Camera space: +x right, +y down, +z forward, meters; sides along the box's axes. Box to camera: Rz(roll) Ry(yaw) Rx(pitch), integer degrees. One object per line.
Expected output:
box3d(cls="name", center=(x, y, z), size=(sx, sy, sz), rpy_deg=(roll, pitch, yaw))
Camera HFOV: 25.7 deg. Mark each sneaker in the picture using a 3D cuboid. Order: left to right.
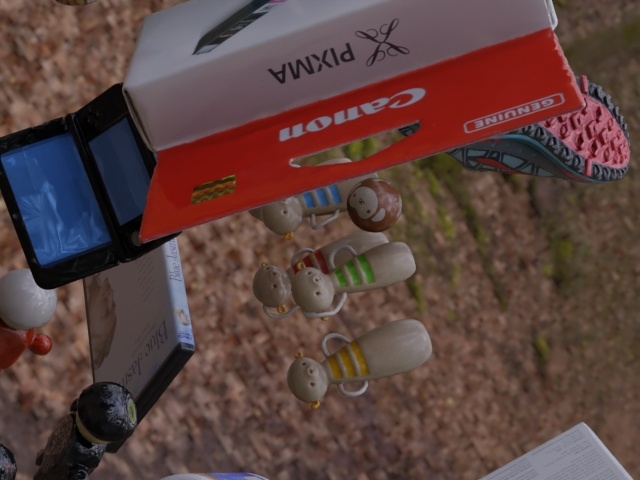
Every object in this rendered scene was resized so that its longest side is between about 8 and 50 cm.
box3d(cls="sneaker", center=(0.192, -0.118, 1.423), size=(0.262, 0.104, 0.125), rpy_deg=(17, -18, -23))

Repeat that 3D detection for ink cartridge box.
box3d(cls="ink cartridge box", center=(0.010, -0.116, 0.881), size=(0.239, 0.275, 0.060), rpy_deg=(-90, 161, -61))
box3d(cls="ink cartridge box", center=(0.163, 0.218, 0.944), size=(0.179, 0.145, 0.045), rpy_deg=(57, -6, 51))

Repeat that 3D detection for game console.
box3d(cls="game console", center=(-0.173, -0.040, 1.034), size=(0.071, 0.107, 0.122), rpy_deg=(-17, 84, -46))

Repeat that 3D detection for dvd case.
box3d(cls="dvd case", center=(-0.199, 0.075, 1.495), size=(0.022, 0.180, 0.253), rpy_deg=(17, 39, -30))

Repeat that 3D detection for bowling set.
box3d(cls="bowling set", center=(0.000, 0.000, 1.429), size=(0.200, 0.154, 0.287), rpy_deg=(86, -17, -59))

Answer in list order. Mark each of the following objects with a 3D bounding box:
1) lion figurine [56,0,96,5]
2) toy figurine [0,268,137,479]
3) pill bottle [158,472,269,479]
box3d(cls="lion figurine", center=(-0.130, -0.287, 0.759), size=(0.392, 0.142, 0.240), rpy_deg=(-128, -157, -52))
box3d(cls="toy figurine", center=(-0.297, 0.147, 1.263), size=(0.210, 0.148, 0.213), rpy_deg=(-20, 71, -48))
box3d(cls="pill bottle", center=(-0.114, 0.353, 1.681), size=(0.152, 0.152, 0.272), rpy_deg=(58, 10, 17))
